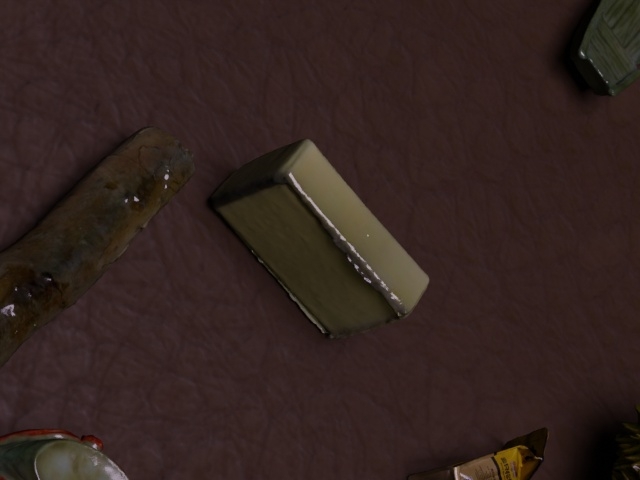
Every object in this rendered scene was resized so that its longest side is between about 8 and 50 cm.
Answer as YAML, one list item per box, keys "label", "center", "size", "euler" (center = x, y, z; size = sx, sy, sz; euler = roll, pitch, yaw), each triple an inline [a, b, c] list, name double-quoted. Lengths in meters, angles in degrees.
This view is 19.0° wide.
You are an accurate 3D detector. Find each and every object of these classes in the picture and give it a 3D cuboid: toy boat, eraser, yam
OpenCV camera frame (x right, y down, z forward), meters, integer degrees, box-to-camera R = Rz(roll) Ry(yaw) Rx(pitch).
- label: "toy boat"
  center: [0.340, -0.246, 1.990]
  size: [0.093, 0.055, 0.293]
  euler: [52, 55, -14]
- label: "eraser"
  center: [0.000, 0.000, 1.634]
  size: [0.172, 0.117, 0.058]
  euler: [49, 55, -16]
- label: "toy boat"
  center: [-0.197, 0.191, 1.469]
  size: [0.185, 0.071, 0.089]
  euler: [34, 58, -26]
- label: "yam"
  center: [-0.210, 0.016, 1.506]
  size: [0.317, 0.071, 0.067]
  euler: [-49, 144, -35]

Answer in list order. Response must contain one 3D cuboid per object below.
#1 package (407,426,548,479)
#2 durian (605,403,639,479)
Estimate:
- label: "package"
  center: [0.148, 0.211, 1.720]
  size: [0.131, 0.071, 0.047]
  euler: [-13, 81, -40]
- label: "durian"
  center: [0.391, 0.267, 1.790]
  size: [0.291, 0.224, 0.291]
  euler: [8, 77, -40]
